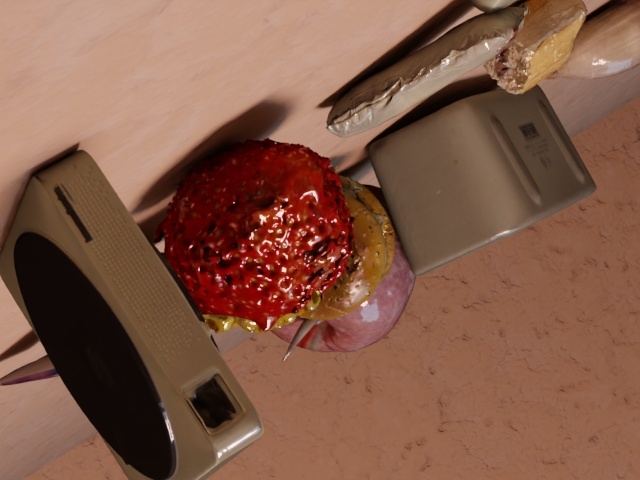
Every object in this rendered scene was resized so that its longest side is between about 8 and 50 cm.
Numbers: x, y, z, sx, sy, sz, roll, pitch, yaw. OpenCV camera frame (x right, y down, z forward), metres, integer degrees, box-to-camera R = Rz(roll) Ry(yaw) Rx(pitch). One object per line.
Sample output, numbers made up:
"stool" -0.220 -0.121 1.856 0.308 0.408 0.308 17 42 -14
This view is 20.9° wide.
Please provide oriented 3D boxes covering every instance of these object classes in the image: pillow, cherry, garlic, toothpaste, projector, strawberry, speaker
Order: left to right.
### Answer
"toothpaste" -0.245 0.124 1.931 0.266 0.061 0.096 -16 -175 32
"projector" -0.155 0.077 1.394 0.079 0.257 0.259 -30 174 -24
"strawberry" -0.052 -0.021 1.633 0.201 0.186 0.184 120 -15 -61
"cherry" 0.017 0.043 2.314 0.236 0.213 0.285 6 -128 44
"pillow" 0.108 -0.173 1.764 0.229 0.051 0.128 -28 -173 27
"speaker" 0.222 -0.093 2.346 0.183 0.184 0.406 -26 178 25
"garlic" 0.386 -0.271 2.437 0.198 0.090 0.128 -34 -165 -11

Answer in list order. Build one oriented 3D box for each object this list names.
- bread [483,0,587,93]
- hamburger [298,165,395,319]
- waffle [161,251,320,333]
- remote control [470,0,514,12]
"bread" 0.238 -0.230 1.968 0.106 0.082 0.125 -43 167 -17
"hamburger" 0.000 0.000 2.133 0.113 0.177 0.185 -23 125 -63
"waffle" -0.121 0.051 1.805 0.254 0.052 0.245 2 -168 12
"remote control" 0.277 -0.308 1.717 0.309 0.038 0.090 -31 175 -19
